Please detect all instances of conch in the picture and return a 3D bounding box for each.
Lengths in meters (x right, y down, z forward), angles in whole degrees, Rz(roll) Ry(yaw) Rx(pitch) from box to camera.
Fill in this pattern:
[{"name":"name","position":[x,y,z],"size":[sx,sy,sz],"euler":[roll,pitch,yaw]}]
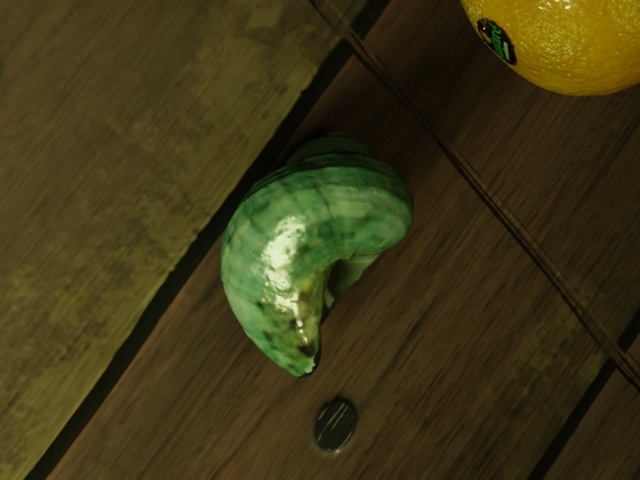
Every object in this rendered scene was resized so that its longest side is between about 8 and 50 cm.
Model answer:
[{"name":"conch","position":[-0.004,0.001,1.594],"size":[0.188,0.122,0.176],"euler":[-51,150,-13]}]

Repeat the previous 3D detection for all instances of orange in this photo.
[{"name":"orange","position":[0.215,-0.235,1.635],"size":[0.236,0.236,0.236],"euler":[-14,112,-37]}]
